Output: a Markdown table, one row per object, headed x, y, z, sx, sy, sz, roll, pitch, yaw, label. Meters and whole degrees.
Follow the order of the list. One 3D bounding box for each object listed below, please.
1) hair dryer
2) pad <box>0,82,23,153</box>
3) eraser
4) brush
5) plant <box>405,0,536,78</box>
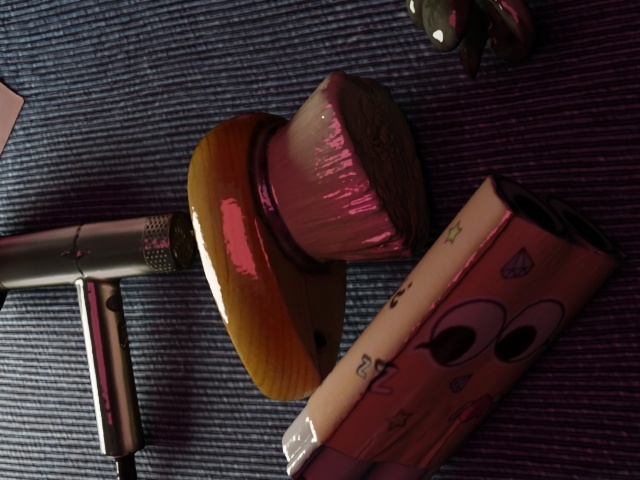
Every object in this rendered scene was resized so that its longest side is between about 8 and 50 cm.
| x | y | z | sx | sy | sz | roll | pitch | yaw | label |
| --- | --- | --- | --- | --- | --- | --- | --- | --- | --- |
| -0.292 | 0.103 | 1.237 | 0.320 | 0.156 | 0.284 | 3 | 81 | 24 | hair dryer |
| -0.432 | -0.164 | 1.408 | 0.188 | 0.006 | 0.113 | 36 | 107 | 26 | pad |
| 0.105 | 0.088 | 0.972 | 0.290 | 0.171 | 0.087 | -53 | 46 | 21 | eraser |
| 0.000 | 0.000 | 1.027 | 0.166 | 0.174 | 0.266 | -15 | 75 | 27 | brush |
| 0.115 | -0.276 | 0.981 | 0.149 | 0.146 | 0.274 | -23 | 78 | 50 | plant |
